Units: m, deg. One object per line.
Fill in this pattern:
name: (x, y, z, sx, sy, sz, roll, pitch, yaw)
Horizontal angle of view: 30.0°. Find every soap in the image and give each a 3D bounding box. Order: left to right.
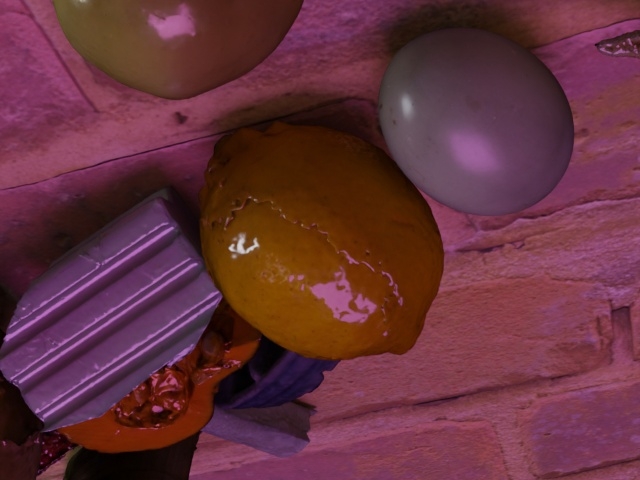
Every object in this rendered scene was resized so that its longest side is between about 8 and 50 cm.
soap: (-0.204, 0.070, 1.169, 0.230, 0.091, 0.145, -33, 101, 8)

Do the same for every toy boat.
toy boat: (-0.046, 0.104, 1.306, 0.078, 0.127, 0.283, 8, 141, -29)

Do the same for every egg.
egg: (0.133, -0.101, 1.019, 0.149, 0.149, 0.192, -29, 136, 30)

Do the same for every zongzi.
zongzi: (-0.282, 0.359, 1.530, 0.125, 0.251, 0.274, 38, 129, -26)

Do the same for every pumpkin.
pumpkin: (-0.193, 0.115, 1.291, 0.190, 0.139, 0.280, 10, 140, -22)

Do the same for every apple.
apple: (-0.101, -0.190, 0.835, 0.200, 0.200, 0.200, -4, 145, -3)

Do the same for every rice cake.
rice cake: (-0.095, 0.224, 1.521, 0.069, 0.063, 0.206, -30, 138, 33)

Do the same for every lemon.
lemon: (0.000, 0.000, 1.091, 0.260, 0.204, 0.204, 44, 130, -4)

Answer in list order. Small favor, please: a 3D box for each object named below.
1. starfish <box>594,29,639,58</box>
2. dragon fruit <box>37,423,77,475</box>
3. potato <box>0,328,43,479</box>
starfish: (0.388, -0.151, 1.047, 0.347, 0.078, 0.358, 12, 141, -24)
dragon fruit: (-0.347, 0.222, 1.482, 0.161, 0.120, 0.127, -33, 100, -4)
potato: (-0.466, 0.205, 1.246, 0.319, 0.385, 0.442, -26, 169, -36)
